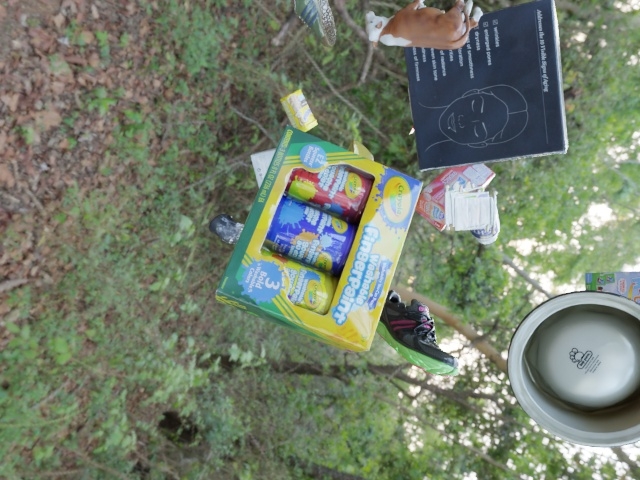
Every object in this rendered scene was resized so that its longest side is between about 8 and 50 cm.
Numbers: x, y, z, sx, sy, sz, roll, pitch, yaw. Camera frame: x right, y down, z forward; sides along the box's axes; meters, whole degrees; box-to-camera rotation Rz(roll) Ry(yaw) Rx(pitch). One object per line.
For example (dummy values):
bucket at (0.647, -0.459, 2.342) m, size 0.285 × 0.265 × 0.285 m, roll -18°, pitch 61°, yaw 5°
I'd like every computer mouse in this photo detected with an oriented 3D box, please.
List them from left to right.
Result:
computer mouse at (-0.299, -0.050, 2.125) m, size 0.184 × 0.060 × 0.262 m, roll -45°, pitch 146°, yaw 2°

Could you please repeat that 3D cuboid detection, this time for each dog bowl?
dog bowl at (0.707, 0.318, 1.441) m, size 0.407 × 0.408 × 0.150 m, roll -67°, pitch 163°, yaw 15°

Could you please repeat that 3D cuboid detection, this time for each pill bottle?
pill bottle at (0.614, -0.066, 2.063) m, size 0.111 × 0.112 × 0.186 m, roll -64°, pitch 148°, yaw -19°

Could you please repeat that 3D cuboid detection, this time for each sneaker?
sneaker at (-0.026, -0.605, 1.452) m, size 0.064 × 0.086 × 0.192 m, roll -54°, pitch 135°, yaw -39°
sneaker at (0.342, 0.328, 2.038) m, size 0.202 × 0.483 × 0.185 m, roll -50°, pitch 130°, yaw 0°

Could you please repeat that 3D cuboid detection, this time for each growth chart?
growth chart at (0.499, -0.108, 1.819) m, size 0.021 × 0.238 × 0.171 m, roll 14°, pitch -79°, yaw 62°

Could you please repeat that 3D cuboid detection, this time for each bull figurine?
bull figurine at (0.272, -0.586, 1.473) m, size 0.188 × 0.311 × 0.101 m, roll -56°, pitch 146°, yaw -14°

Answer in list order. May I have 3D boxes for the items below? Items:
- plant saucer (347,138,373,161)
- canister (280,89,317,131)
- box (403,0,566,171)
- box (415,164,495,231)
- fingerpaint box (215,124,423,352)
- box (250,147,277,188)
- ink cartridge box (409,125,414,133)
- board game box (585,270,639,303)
plant saucer at (0.141, -0.169, 2.005) m, size 0.333 × 0.081 × 0.332 m, roll 127°, pitch -39°, yaw -82°
canister at (-0.095, -0.560, 2.394) m, size 0.073 × 0.169 × 0.126 m, roll -14°, pitch -160°, yaw 37°
box at (0.571, -0.507, 1.879) m, size 0.297 × 0.472 × 0.479 m, roll -24°, pitch 107°, yaw -62°
box at (0.535, -0.197, 2.196) m, size 0.300 × 0.154 × 0.142 m, roll -41°, pitch 163°, yaw -27°
fingerpaint box at (0.000, 0.000, 1.339) m, size 0.163 × 0.372 × 0.444 m, roll 131°, pitch -19°, yaw -72°
box at (-0.185, -0.297, 2.318) m, size 0.119 × 0.182 × 0.180 m, roll -106°, pitch -177°, yaw -78°
ink cartridge box at (0.474, -0.516, 2.288) m, size 0.134 × 0.078 × 0.231 m, roll -34°, pitch 165°, yaw -28°
board game box at (0.966, 0.179, 1.763) m, size 0.039 × 0.212 × 0.160 m, roll 25°, pitch 67°, yaw -44°
